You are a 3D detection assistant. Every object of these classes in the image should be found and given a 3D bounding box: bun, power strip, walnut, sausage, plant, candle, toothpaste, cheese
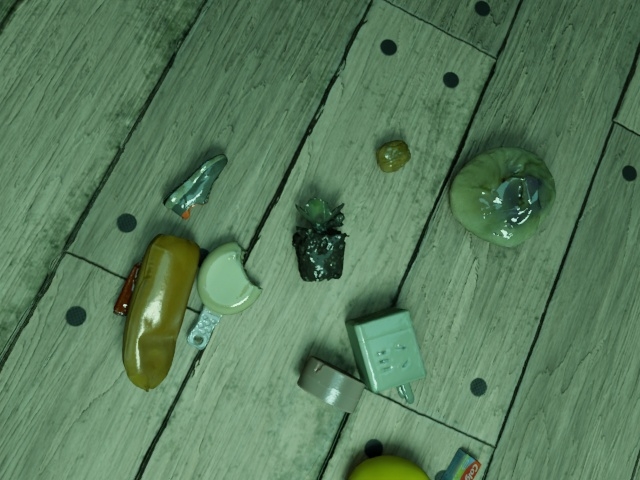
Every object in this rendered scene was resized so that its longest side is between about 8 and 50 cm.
[{"bbox_3d":[0.481,-0.121,1.129,0.272,0.168,0.273,0,89,-1],"label":"bun"},{"bbox_3d":[0.027,0.340,1.025,0.154,0.154,0.078,27,78,-4],"label":"power strip"},{"bbox_3d":[0.190,-0.222,1.145,0.096,0.082,0.079,-30,116,-12],"label":"walnut"},{"bbox_3d":[-0.377,0.164,1.002,0.116,0.134,0.354,9,81,26],"label":"sausage"},{"bbox_3d":[0.000,0.000,1.067,0.142,0.131,0.203,-8,83,-5],"label":"plant"},{"bbox_3d":[-0.442,0.104,1.039,0.053,0.048,0.162,22,87,38],"label":"candle"},{"bbox_3d":[0.162,0.288,1.053,0.140,0.139,0.224,-14,86,-10],"label":"power strip"},{"bbox_3d":[0.335,0.631,1.086,0.070,0.044,0.193,36,81,-4],"label":"toothpaste"},{"bbox_3d":[-0.256,0.128,1.050,0.249,0.071,0.163,-42,91,-9],"label":"cheese"}]

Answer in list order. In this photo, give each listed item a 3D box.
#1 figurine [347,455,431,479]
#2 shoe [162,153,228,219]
[{"bbox_3d":[0.175,0.676,1.000,0.215,0.187,0.344,-10,92,4],"label":"figurine"},{"bbox_3d":[-0.297,-0.133,1.078,0.194,0.074,0.077,-42,102,-7],"label":"shoe"}]
